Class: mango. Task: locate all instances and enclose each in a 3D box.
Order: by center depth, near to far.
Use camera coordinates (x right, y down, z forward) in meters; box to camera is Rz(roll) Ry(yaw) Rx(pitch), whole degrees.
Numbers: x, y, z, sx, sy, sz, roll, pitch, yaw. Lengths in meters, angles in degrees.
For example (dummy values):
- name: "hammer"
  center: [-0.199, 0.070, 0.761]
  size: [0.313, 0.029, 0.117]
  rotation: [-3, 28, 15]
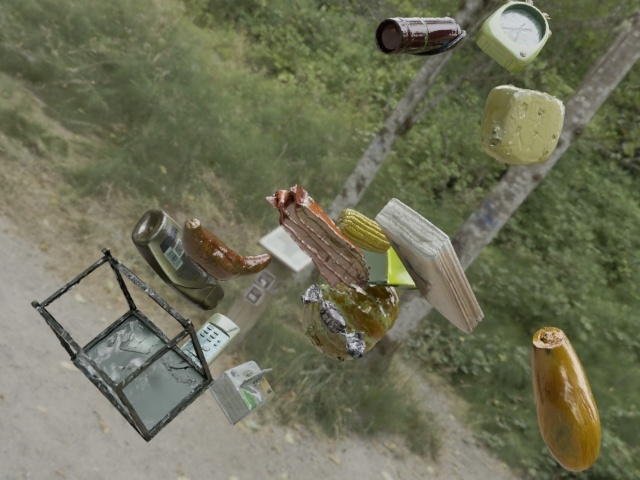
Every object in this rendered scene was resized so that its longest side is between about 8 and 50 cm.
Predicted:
- name: "mango"
  center: [0.607, 0.394, 1.629]
  size: [0.187, 0.144, 0.359]
  rotation: [28, 51, -68]

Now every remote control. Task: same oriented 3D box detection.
- name: "remote control"
  center: [-0.322, 0.294, 1.818]
  size: [0.098, 0.038, 0.233]
  rotation: [33, 42, 11]

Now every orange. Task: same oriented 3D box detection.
- name: "orange"
  center: [0.096, 0.223, 2.067]
  size: [0.249, 0.329, 0.329]
  rotation: [47, 3, -10]

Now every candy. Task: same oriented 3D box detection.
- name: "candy"
  center: [0.037, 0.205, 1.649]
  size: [0.226, 0.051, 0.094]
  rotation: [49, 27, 13]

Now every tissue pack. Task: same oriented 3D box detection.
- name: "tissue pack"
  center: [0.235, 0.060, 1.363]
  size: [0.170, 0.071, 0.325]
  rotation: [39, -9, 41]
- name: "tissue pack"
  center: [-0.244, 0.494, 2.195]
  size: [0.159, 0.145, 0.229]
  rotation: [55, 14, 10]

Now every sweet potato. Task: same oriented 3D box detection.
- name: "sweet potato"
  center: [-0.161, 0.025, 1.056]
  size: [0.058, 0.078, 0.255]
  rotation: [33, 0, 29]

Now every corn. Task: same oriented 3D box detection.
- name: "corn"
  center: [0.110, -0.020, 1.626]
  size: [0.165, 0.085, 0.063]
  rotation: [22, 15, -26]

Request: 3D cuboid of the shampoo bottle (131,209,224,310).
- name: "shampoo bottle"
  center: [-0.359, 0.067, 1.695]
  size: [0.084, 0.125, 0.350]
  rotation: [5, -33, 27]

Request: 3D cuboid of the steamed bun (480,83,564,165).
- name: "steamed bun"
  center: [0.584, -0.345, 1.960]
  size: [0.273, 0.232, 0.166]
  rotation: [3, 16, -27]

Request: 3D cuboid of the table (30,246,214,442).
- name: "table"
  center: [-0.463, 0.246, 1.560]
  size: [0.335, 0.222, 0.272]
  rotation: [33, -30, 28]

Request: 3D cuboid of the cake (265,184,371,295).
- name: "cake"
  center: [0.005, -0.004, 1.409]
  size: [0.287, 0.098, 0.135]
  rotation: [51, 8, 4]

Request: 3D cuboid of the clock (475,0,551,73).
- name: "clock"
  center: [0.562, -0.593, 1.832]
  size: [0.170, 0.232, 0.069]
  rotation: [41, -17, 6]

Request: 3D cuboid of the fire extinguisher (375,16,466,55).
- name: "fire extinguisher"
  center: [0.291, -0.576, 1.846]
  size: [0.341, 0.105, 0.141]
  rotation: [-17, 19, -42]

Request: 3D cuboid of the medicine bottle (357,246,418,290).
- name: "medicine bottle"
  center: [0.233, 0.070, 1.897]
  size: [0.250, 0.141, 0.137]
  rotation: [7, -12, -37]
